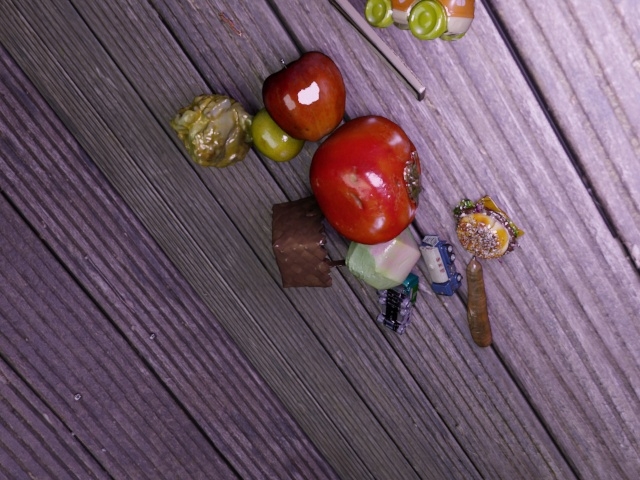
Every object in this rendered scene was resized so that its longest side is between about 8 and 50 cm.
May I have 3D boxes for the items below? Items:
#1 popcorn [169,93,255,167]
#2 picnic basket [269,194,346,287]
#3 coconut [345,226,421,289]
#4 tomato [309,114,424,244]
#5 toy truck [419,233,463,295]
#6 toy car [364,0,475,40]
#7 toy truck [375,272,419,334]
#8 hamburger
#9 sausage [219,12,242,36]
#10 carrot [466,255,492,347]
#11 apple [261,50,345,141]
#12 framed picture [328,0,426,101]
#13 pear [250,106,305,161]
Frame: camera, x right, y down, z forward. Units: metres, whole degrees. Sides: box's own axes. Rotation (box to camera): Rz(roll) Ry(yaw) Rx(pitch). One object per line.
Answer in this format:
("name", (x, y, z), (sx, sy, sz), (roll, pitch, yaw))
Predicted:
("popcorn", (-0.362, -0.378, 1.678), (0.237, 0.292, 0.293), (58, 150, 19))
("picnic basket", (0.000, 0.000, 1.652), (0.320, 0.291, 0.254), (-7, 130, 0))
("coconut", (0.195, 0.028, 1.501), (0.204, 0.236, 0.236), (29, 146, -4))
("tomato", (0.124, -0.163, 1.319), (0.289, 0.293, 0.325), (4, 138, 32))
("toy truck", (0.356, 0.073, 1.467), (0.074, 0.088, 0.202), (3, 127, 45))
("toy car", (0.212, -0.528, 0.992), (0.235, 0.145, 0.235), (15, 116, 35))
("toy truck", (0.264, 0.202, 1.675), (0.114, 0.124, 0.254), (28, 144, 28))
("hamburger", (0.421, -0.025, 1.286), (0.189, 0.093, 0.164), (42, 147, 11))
("sausage", (-0.270, -0.653, 1.494), (0.100, 0.015, 0.015), (47, 147, 2))
("carrot", (0.469, 0.190, 1.484), (0.070, 0.070, 0.343), (13, 132, 41))
("apple", (-0.046, -0.387, 1.339), (0.233, 0.234, 0.234), (30, 143, 25))
("framed picture", (0.117, -0.446, 1.103), (0.022, 0.247, 0.335), (-42, 90, 16))
("pear", (-0.112, -0.344, 1.523), (0.216, 0.166, 0.180), (-31, 87, 35))
